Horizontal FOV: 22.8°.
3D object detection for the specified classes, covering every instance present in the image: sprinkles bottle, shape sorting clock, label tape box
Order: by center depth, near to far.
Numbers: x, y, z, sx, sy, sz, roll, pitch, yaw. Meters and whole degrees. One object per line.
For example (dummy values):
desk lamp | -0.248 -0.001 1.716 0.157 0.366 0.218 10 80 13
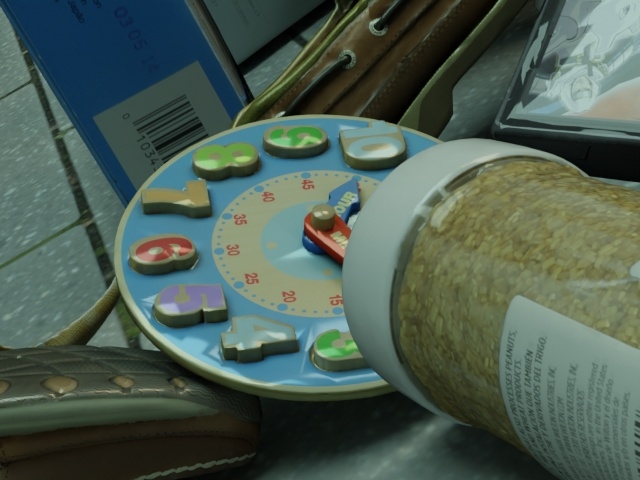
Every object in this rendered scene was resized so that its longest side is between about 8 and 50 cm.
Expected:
sprinkles bottle | 0.135 0.047 0.554 0.121 0.121 0.355 -35 24 -15
shape sorting clock | 0.000 0.000 0.793 0.206 0.040 0.206 2 41 -2
label tape box | -0.134 -0.153 1.126 0.106 0.240 0.334 -28 23 2

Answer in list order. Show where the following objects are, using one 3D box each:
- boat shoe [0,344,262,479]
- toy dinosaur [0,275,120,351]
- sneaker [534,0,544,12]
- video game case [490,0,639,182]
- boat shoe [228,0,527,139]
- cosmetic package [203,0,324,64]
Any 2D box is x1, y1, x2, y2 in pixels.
boat shoe | -0.186 0.125 0.776 0.324 0.116 0.123 -9 8 0
toy dinosaur | -0.165 0.085 0.853 0.183 0.092 0.053 -27 23 5
sneaker | 0.232 -0.247 1.063 0.232 0.115 0.090 -30 23 -4
video game case | 0.242 -0.127 0.704 0.275 0.035 0.248 9 62 31
boat shoe | 0.057 -0.148 0.925 0.307 0.104 0.111 -58 7 -14
cosmetic package | -0.030 -0.313 1.454 0.385 0.156 0.217 -42 24 -26
